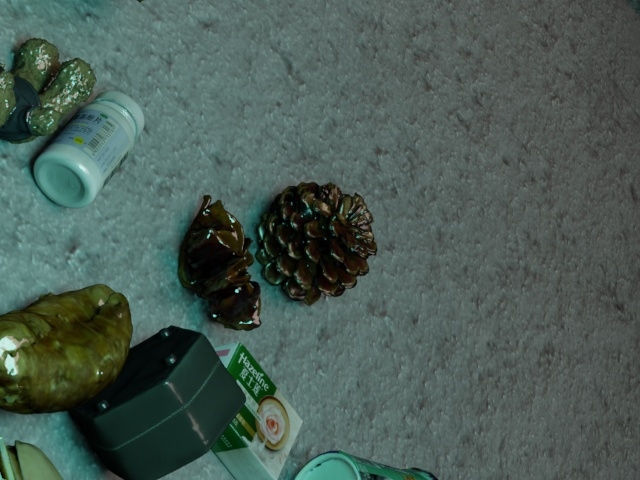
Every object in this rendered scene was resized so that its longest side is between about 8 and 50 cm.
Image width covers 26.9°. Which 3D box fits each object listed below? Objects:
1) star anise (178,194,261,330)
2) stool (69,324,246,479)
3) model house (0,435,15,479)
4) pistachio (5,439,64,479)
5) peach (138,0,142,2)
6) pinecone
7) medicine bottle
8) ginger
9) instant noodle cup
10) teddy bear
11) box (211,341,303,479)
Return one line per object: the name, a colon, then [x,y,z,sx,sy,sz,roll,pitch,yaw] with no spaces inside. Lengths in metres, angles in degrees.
star anise: [-0.163,0.052,2.176,0.190,0.126,0.220,58,10,-22]
stool: [-0.236,0.233,1.915,0.141,0.232,0.232,58,38,-19]
model house: [-0.420,0.242,1.538,0.340,0.300,0.323,-67,160,-4]
pistachio: [-0.377,0.353,1.755,0.126,0.108,0.185,89,-21,-75]
peach: [-0.349,-0.488,1.996,0.361,0.257,0.201,10,74,-49]
pinecone: [0.000,0.000,2.343,0.221,0.221,0.221,26,57,-47]
medicine bottle: [-0.343,-0.140,2.007,0.103,0.103,0.187,56,39,-24]
ginger: [-0.369,0.159,1.787,0.165,0.172,0.321,33,19,11]
instant noodle cup: [0.065,0.470,2.232,0.190,0.251,0.251,30,53,-35]
teddy bear: [-0.431,-0.199,1.898,0.251,0.182,0.129,-24,133,-56]
box: [-0.127,0.282,2.165,0.199,0.081,0.135,56,38,-28]
